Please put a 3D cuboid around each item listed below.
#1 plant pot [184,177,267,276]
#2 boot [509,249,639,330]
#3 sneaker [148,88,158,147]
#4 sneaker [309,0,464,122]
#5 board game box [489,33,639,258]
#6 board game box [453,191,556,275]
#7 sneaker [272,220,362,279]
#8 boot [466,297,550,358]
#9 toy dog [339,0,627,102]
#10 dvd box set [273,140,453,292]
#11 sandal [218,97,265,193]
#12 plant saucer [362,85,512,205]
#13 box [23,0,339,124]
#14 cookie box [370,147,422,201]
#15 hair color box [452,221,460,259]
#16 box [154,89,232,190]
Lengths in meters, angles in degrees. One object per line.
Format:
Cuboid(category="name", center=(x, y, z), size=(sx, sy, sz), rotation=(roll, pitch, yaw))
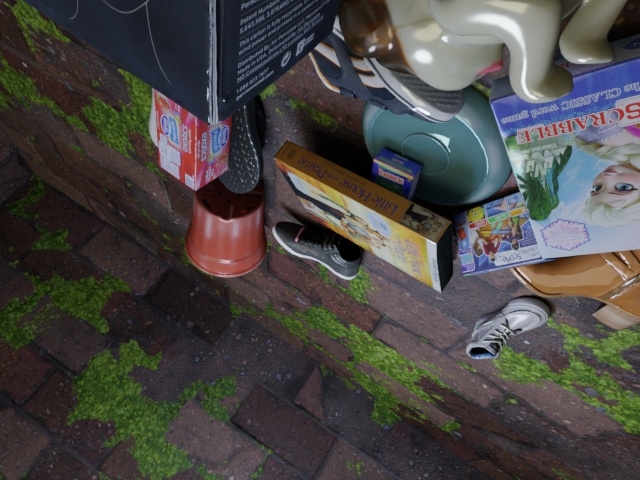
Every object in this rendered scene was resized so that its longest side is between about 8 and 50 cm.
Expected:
Cuboid(category="plant pot", center=(-0.288, -0.069, 1.455), size=(0.273, 0.272, 0.265), rotation=(32, 144, 10))
Cuboid(category="boot", center=(0.503, 0.039, 0.851), size=(0.284, 0.109, 0.220), rotation=(36, 148, 18))
Cuboid(category="sneaker", center=(-0.367, -0.321, 1.263), size=(0.150, 0.135, 0.366), rotation=(39, 154, 3))
Cuboid(category="sneaker", center=(0.093, -0.295, 0.785), size=(0.321, 0.126, 0.127), rotation=(45, 149, 7))
Cuboid(category="board game box", center=(0.438, -0.118, 0.637), size=(0.319, 0.065, 0.317), rotation=(-10, 130, 35))
Cuboid(category="board game box", center=(0.356, -0.010, 0.924), size=(0.035, 0.136, 0.201), rotation=(-1, 169, -28))
Cuboid(category="sneaker", center=(0.000, 0.000, 1.379), size=(0.296, 0.104, 0.146), rotation=(29, 151, 1))
Cuboid(category="boot", center=(0.465, 0.236, 1.174), size=(0.095, 0.123, 0.258), rotation=(35, 153, 4))
Cuboid(category="toy dog", center=(0.177, -0.322, 0.482), size=(0.395, 0.284, 0.408), rotation=(42, 154, -4))
Cuboid(category="dvd box set", center=(0.108, -0.050, 1.084), size=(0.421, 0.062, 0.307), rotation=(31, 168, 25))
Cuboid(category="sandal", center=(-0.195, -0.302, 1.153), size=(0.168, 0.107, 0.445), rotation=(28, 139, 19))
Cuboid(category="plant saucer", center=(0.213, -0.178, 0.915), size=(0.318, 0.043, 0.317), rotation=(28, 152, 16))
Cuboid(category="box", center=(-0.202, -0.475, 0.488), size=(0.480, 0.297, 0.471), rotation=(35, 150, 8))
Cuboid(category="cookie box", center=(0.153, -0.127, 0.970), size=(0.092, 0.040, 0.107), rotation=(29, 151, 17))
Cuboid(category="hair color box", center=(0.300, 0.010, 1.104), size=(0.072, 0.043, 0.141), rotation=(40, 154, -6))
Cuboid(category="box", center=(-0.295, -0.263, 1.088), size=(0.128, 0.122, 0.256), rotation=(33, 140, 15))
